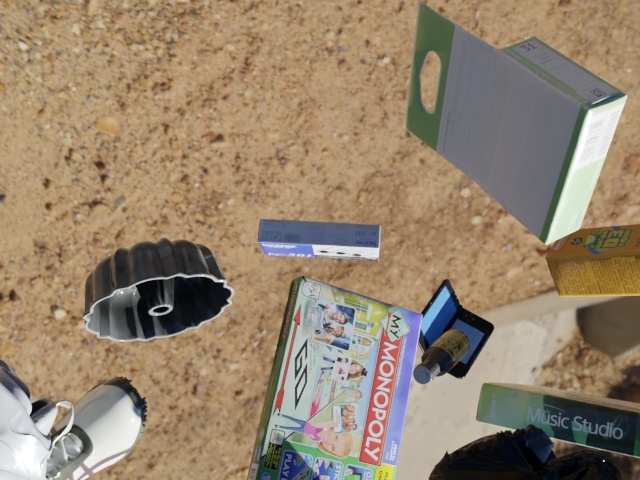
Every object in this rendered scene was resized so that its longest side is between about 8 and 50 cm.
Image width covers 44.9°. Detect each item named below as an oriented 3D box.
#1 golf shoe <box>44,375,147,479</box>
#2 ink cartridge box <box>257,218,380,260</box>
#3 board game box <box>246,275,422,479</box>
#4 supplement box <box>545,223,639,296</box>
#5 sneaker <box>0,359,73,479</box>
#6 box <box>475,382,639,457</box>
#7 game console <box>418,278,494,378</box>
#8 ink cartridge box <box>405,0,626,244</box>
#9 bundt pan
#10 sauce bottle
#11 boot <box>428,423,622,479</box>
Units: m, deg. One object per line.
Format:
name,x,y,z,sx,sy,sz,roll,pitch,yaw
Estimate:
golf shoe,-0.351,0.302,1.079,0.273,0.105,0.120,-44,176,14
ink cartridge box,0.000,0.000,1.350,0.097,0.207,0.046,76,18,-75
board game box,0.026,0.234,1.146,0.213,0.046,0.317,18,71,-19
supplement box,0.441,0.026,1.082,0.078,0.233,0.080,-46,116,-40
sneaker,-0.486,0.225,0.924,0.365,0.137,0.210,27,83,-15
box,0.392,0.236,0.991,0.232,0.322,0.059,18,78,-57
game console,0.256,0.169,1.483,0.144,0.124,0.085,-50,157,-30
ink cartridge box,0.186,-0.130,0.800,0.056,0.235,0.171,-24,140,-22
bundt pan,-0.362,0.101,1.709,0.330,0.124,0.331,-14,154,-7
sauce bottle,0.158,0.153,1.014,0.128,0.042,0.042,-27,134,-59
boot,0.115,0.224,0.612,0.207,0.246,0.094,62,32,-43
